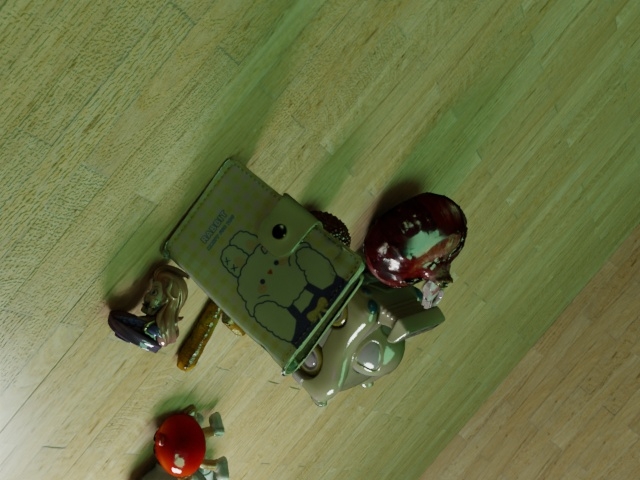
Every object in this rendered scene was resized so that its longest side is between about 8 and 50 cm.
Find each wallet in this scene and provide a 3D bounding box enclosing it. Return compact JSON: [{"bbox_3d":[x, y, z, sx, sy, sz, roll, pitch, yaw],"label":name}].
[{"bbox_3d":[-0.093,0.035,1.338,0.223,0.309,0.077,-51,155,1],"label":"wallet"}]

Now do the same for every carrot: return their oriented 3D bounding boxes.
[{"bbox_3d":[-0.232,0.181,1.610,0.042,0.042,0.171,2,122,-55],"label":"carrot"}]

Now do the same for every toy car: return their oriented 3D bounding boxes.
[{"bbox_3d":[0.115,0.251,1.981,0.242,0.226,0.336,-11,133,-49],"label":"toy car"}]

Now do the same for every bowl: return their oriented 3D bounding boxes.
[{"bbox_3d":[-0.325,0.533,1.822,0.189,0.189,0.086,4,89,-56],"label":"bowl"}]

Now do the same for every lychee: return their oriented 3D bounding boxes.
[{"bbox_3d":[-0.002,0.001,1.623,0.123,0.129,0.123,-3,96,-32],"label":"lychee"}]

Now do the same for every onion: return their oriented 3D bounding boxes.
[{"bbox_3d":[0.225,0.013,1.851,0.252,0.219,0.252,-28,150,-18],"label":"onion"}]

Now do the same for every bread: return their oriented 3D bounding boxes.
[{"bbox_3d":[-0.172,0.162,1.674,0.047,0.036,0.083,-58,154,-16],"label":"bread"}]

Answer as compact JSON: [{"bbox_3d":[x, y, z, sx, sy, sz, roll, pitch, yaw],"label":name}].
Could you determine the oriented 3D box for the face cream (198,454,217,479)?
[{"bbox_3d":[-0.291,0.599,1.978,0.101,0.101,0.252,-25,144,-37],"label":"face cream"}]

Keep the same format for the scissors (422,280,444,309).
[{"bbox_3d":[0.314,0.132,2.314,0.118,0.030,0.242,-35,151,-25],"label":"scissors"}]

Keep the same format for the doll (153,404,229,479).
[{"bbox_3d":[-0.284,0.447,1.769,0.085,0.183,0.217,-18,160,29],"label":"doll"}]

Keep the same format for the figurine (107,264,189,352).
[{"bbox_3d":[-0.276,0.122,1.402,0.157,0.114,0.126,-46,-165,-20],"label":"figurine"}]
